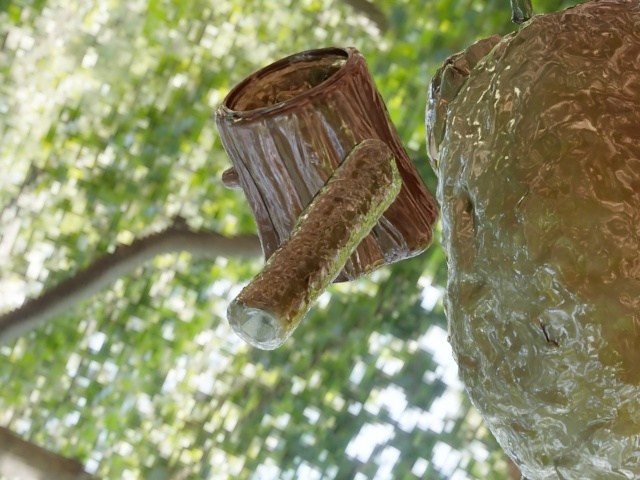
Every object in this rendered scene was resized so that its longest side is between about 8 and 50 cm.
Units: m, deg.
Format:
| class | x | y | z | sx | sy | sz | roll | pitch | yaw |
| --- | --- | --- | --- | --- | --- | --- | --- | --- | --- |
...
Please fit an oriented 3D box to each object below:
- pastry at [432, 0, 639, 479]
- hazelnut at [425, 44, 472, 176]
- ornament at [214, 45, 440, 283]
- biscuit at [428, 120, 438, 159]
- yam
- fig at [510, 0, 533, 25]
| class | x | y | z | sx | sy | sz | roll | pitch | yaw |
| --- | --- | --- | --- | --- | --- | --- | --- | --- | --- |
| pastry | 0.186 | 0.023 | 0.757 | 0.329 | 0.136 | 0.330 | 24 | -126 | -39 |
| hazelnut | 0.244 | -0.174 | 2.120 | 0.217 | 0.217 | 0.251 | 32 | -126 | 16 |
| ornament | 0.008 | -0.089 | 1.709 | 0.235 | 0.218 | 0.221 | 0 | -148 | 43 |
| biscuit | 0.257 | -0.089 | 1.364 | 0.309 | 0.040 | 0.204 | 12 | -157 | 6 |
| yam | 0.000 | 0.000 | 1.341 | 0.066 | 0.066 | 0.300 | 29 | -144 | 7 |
| fig | 0.186 | -0.289 | 1.211 | 0.149 | 0.245 | 0.149 | 25 | 169 | 5 |
